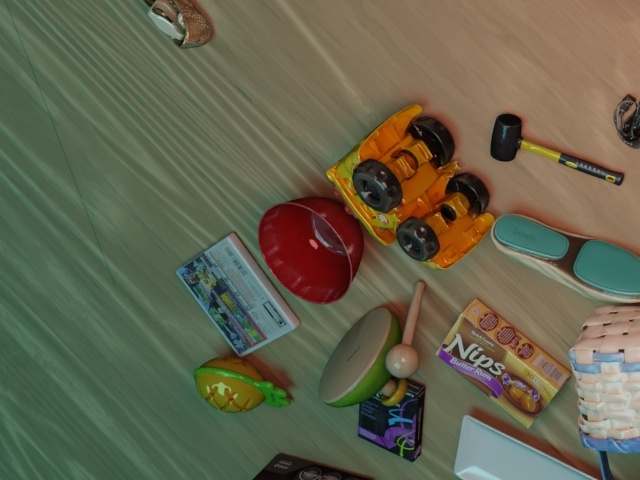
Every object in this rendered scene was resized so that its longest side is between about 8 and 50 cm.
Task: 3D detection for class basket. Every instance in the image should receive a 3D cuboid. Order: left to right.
[{"bbox_3d":[0.472,0.226,1.677,0.255,0.201,0.288,-6,110,35],"label":"basket"}]

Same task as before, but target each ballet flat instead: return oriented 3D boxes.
[{"bbox_3d":[-0.255,-0.382,1.970,0.206,0.067,0.073,47,138,5],"label":"ballet flat"},{"bbox_3d":[0.352,0.033,1.750,0.248,0.086,0.086,27,133,26],"label":"ballet flat"}]

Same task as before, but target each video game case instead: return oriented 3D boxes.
[{"bbox_3d":[-0.149,0.101,2.250,0.201,0.023,0.183,54,137,-5],"label":"video game case"}]

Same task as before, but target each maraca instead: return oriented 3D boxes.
[{"bbox_3d":[-0.146,0.270,2.311,0.186,0.099,0.127,12,156,14],"label":"maraca"}]

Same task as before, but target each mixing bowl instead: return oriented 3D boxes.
[{"bbox_3d":[0.000,0.000,1.997,0.181,0.098,0.181,21,129,28],"label":"mixing bowl"}]

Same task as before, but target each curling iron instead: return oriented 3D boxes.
[{"bbox_3d":[0.466,-0.179,1.525,0.274,0.035,0.068,-23,102,47],"label":"curling iron"}]

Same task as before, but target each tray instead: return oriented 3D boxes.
[{"bbox_3d":[0.344,0.381,2.023,0.270,0.030,0.145,25,132,25],"label":"tray"}]

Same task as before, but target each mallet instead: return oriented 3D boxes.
[{"bbox_3d":[0.316,-0.107,1.706,0.190,0.039,0.062,29,132,17],"label":"mallet"}]

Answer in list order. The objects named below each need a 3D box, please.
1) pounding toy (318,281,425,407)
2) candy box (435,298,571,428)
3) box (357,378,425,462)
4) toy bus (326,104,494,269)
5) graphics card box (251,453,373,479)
[{"bbox_3d":[0.109,0.199,2.013,0.110,0.183,0.237,36,137,-16],"label":"pounding toy"},{"bbox_3d":[0.278,0.188,1.928,0.187,0.053,0.109,38,136,11],"label":"candy box"},{"bbox_3d":[0.120,0.293,2.151,0.116,0.029,0.162,22,129,28],"label":"box"},{"bbox_3d":[0.113,-0.060,1.841,0.220,0.149,0.211,54,151,-7],"label":"toy bus"},{"bbox_3d":[-0.086,0.545,2.249,0.233,0.371,0.094,8,123,38],"label":"graphics card box"}]
